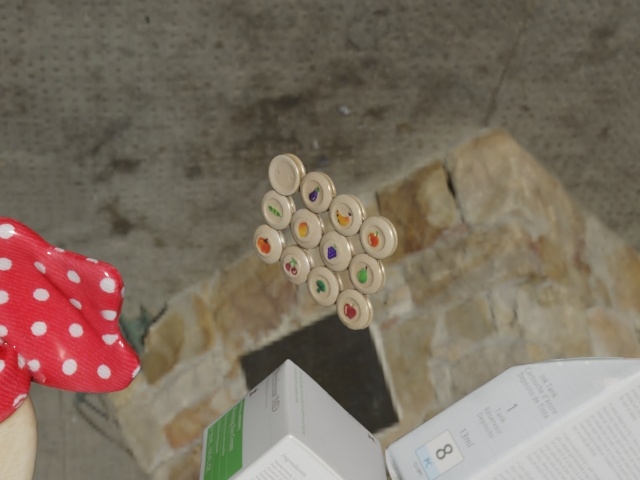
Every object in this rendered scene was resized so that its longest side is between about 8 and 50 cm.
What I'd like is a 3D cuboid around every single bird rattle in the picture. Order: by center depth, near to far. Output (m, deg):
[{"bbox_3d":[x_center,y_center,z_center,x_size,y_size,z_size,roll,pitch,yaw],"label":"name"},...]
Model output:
[{"bbox_3d":[-0.207,0.108,0.603,0.207,0.143,0.253,6,111,-27],"label":"bird rattle"}]

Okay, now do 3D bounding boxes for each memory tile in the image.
[{"bbox_3d":[0.000,0.000,1.007,0.012,0.148,0.113,-17,134,-46],"label":"memory tile"}]

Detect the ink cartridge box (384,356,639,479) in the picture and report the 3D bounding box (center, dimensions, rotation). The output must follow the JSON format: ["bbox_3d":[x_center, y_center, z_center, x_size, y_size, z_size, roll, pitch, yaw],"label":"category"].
[{"bbox_3d":[0.293,0.191,1.096,0.385,0.091,0.308,-35,133,6],"label":"ink cartridge box"}]

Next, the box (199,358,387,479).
[{"bbox_3d":[-0.017,0.157,0.758,0.087,0.101,0.102,-40,109,13],"label":"box"}]
